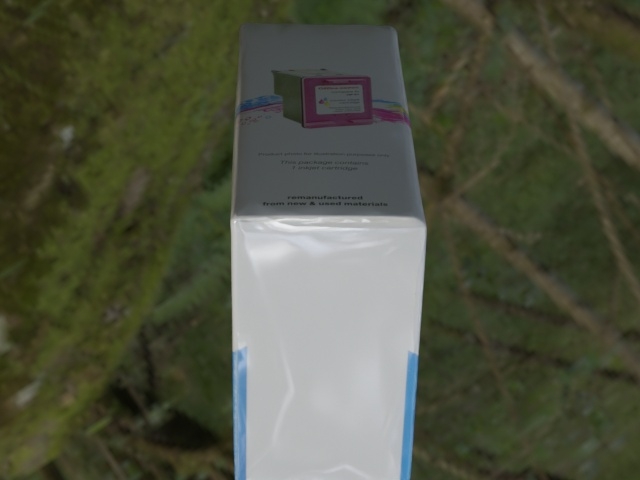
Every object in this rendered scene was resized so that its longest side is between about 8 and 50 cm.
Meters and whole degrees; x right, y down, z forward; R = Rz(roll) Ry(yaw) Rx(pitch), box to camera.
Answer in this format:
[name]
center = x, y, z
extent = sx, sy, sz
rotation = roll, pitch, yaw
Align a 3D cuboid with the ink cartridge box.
[ink cartridge box]
center = 0.000, 0.000, 0.492
extent = 0.052, 0.122, 0.088
rotation = 1, 121, -1
